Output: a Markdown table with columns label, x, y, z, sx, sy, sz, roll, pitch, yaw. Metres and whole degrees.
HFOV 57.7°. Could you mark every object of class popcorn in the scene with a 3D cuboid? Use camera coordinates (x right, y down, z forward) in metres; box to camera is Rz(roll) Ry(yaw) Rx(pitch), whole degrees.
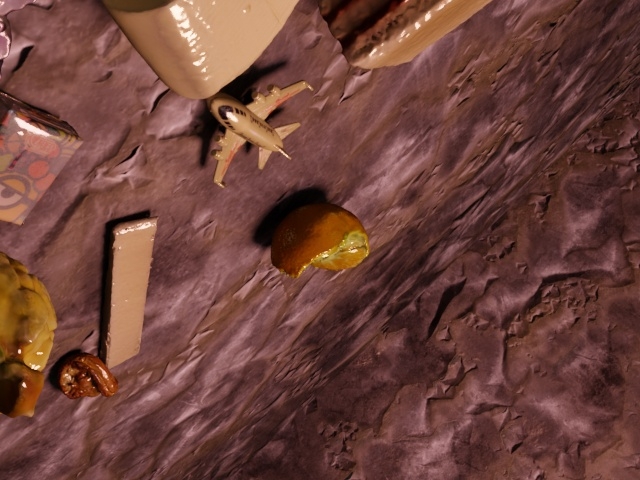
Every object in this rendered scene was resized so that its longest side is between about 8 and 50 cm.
| label | x | y | z | sx | sy | sz | roll | pitch | yaw |
| --- | --- | --- | --- | --- | --- | --- | --- | --- | --- |
| popcorn | -0.471 | 0.130 | 0.724 | 0.224 | 0.270 | 0.258 | 113 | -12 | -45 |

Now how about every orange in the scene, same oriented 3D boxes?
| label | x | y | z | sx | sy | sz | roll | pitch | yaw |
| --- | --- | --- | --- | --- | --- | --- | --- | --- | --- |
| orange | -0.003 | -0.005 | 1.295 | 0.237 | 0.158 | 0.179 | -8 | 174 | -45 |

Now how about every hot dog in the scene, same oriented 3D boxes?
| label | x | y | z | sx | sy | sz | roll | pitch | yaw |
| --- | --- | --- | --- | --- | --- | --- | --- | --- | --- |
| hot dog | -0.456 | 0.273 | 1.145 | 0.099 | 0.065 | 0.147 | -2 | 148 | -4 |

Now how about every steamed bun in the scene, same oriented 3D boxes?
| label | x | y | z | sx | sy | sz | roll | pitch | yaw |
| --- | --- | --- | --- | --- | --- | --- | --- | --- | --- |
| steamed bun | -0.132 | -0.307 | 0.665 | 0.250 | 0.155 | 0.200 | -50 | 159 | -4 |

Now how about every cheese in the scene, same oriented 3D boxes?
| label | x | y | z | sx | sy | sz | roll | pitch | yaw |
| --- | --- | --- | --- | --- | --- | --- | --- | --- | --- |
| cheese | -0.363 | 0.110 | 1.085 | 0.085 | 0.034 | 0.400 | -22 | 146 | -41 |

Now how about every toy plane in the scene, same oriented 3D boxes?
| label | x | y | z | sx | sy | sz | roll | pitch | yaw |
| --- | --- | --- | --- | --- | --- | --- | --- | --- | --- |
| toy plane | -0.118 | -0.188 | 0.941 | 0.229 | 0.092 | 0.244 | -47 | 154 | 9 |

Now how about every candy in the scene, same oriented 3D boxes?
| label | x | y | z | sx | sy | sz | roll | pitch | yaw |
| --- | --- | --- | --- | --- | --- | --- | --- | --- | --- |
| candy | 0.175 | -0.395 | 0.873 | 0.320 | 0.135 | 0.179 | -29 | 180 | 33 |

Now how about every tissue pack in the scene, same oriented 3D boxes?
| label | x | y | z | sx | sy | sz | roll | pitch | yaw |
| --- | --- | --- | --- | --- | --- | --- | --- | --- | --- |
| tissue pack | -0.382 | -0.096 | 0.710 | 0.148 | 0.060 | 0.108 | -48 | 156 | 9 |

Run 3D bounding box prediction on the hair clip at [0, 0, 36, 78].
| label | x | y | z | sx | sy | sz | roll | pitch | yaw |
| --- | --- | --- | --- | --- | --- | --- | --- | --- | --- |
| hair clip | -0.330 | -0.239 | 0.562 | 0.292 | 0.084 | 0.106 | -52 | 160 | 27 |
